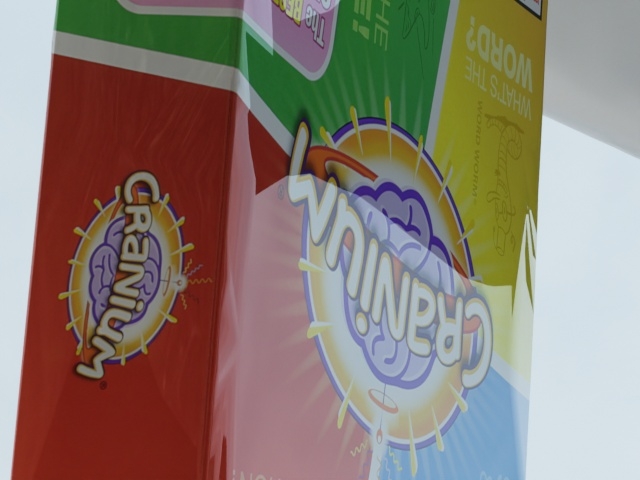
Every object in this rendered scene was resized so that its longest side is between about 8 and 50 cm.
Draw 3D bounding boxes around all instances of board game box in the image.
[{"bbox_3d":[0.000,0.000,0.647,0.064,0.242,0.316,-1,-101,27],"label":"board game box"}]

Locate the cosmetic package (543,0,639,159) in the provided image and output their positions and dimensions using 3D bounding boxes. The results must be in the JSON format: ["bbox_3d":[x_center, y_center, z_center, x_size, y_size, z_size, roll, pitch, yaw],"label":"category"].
[{"bbox_3d":[0.167,-0.176,0.972,0.453,0.161,0.230,26,-134,6],"label":"cosmetic package"}]
